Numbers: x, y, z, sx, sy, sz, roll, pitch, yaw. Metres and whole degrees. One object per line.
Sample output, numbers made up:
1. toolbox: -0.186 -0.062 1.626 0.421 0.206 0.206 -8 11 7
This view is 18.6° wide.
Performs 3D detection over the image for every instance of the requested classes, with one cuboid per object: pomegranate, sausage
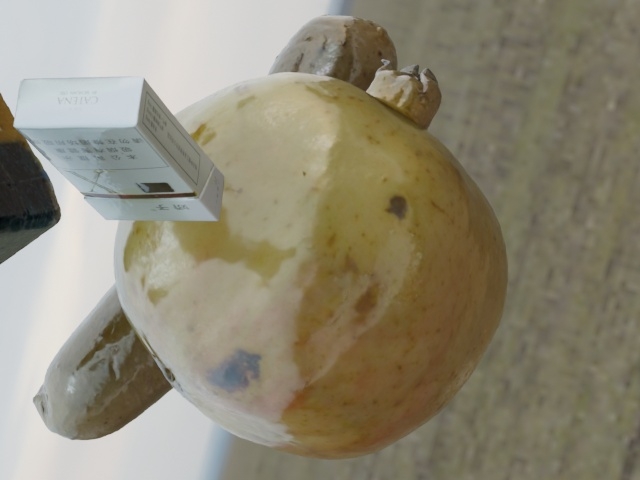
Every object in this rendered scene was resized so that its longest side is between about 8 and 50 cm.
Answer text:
1. pomegranate: 0.000 0.000 1.590 0.342 0.342 0.342 -165 90 -88
2. sausage: -0.089 -0.007 1.865 0.501 0.136 0.123 -54 -25 -4

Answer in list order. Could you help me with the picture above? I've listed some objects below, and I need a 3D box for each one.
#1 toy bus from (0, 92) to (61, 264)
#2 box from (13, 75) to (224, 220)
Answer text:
1. toy bus: -0.328 -0.040 1.248 0.162 0.194 0.323 -33 -8 23
2. box: -0.125 -0.056 1.246 0.154 0.084 0.040 54 -142 -62
